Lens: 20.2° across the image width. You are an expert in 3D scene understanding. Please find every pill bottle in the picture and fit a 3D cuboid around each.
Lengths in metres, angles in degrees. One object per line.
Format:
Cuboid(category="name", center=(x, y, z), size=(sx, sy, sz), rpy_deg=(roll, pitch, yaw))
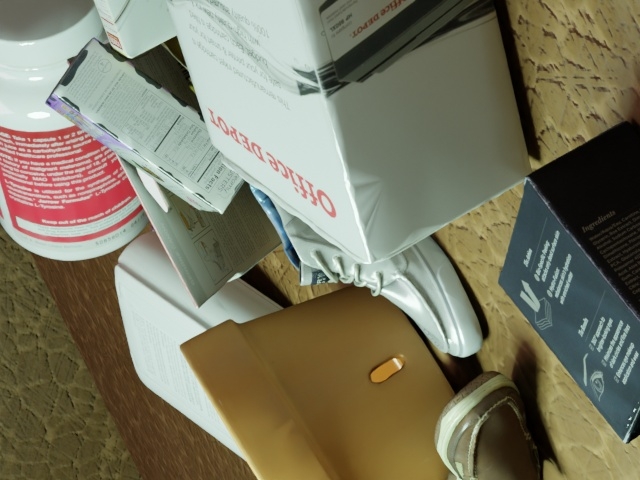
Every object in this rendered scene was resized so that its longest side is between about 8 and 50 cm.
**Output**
Cuboid(category="pill bottle", center=(-0.332, -0.176, 2.257), size=(0.229, 0.229, 0.408), rpy_deg=(51, 160, 30))

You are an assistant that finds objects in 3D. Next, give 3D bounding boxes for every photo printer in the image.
Cuboid(category="photo printer", center=(-0.118, 0.153, 2.287), size=(0.307, 0.107, 0.256), rpy_deg=(32, 146, 33))

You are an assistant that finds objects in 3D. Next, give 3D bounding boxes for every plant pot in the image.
Cuboid(category="plant pot", center=(0.020, 0.175, 1.781), size=(0.291, 0.203, 0.291), rpy_deg=(58, 175, 9))

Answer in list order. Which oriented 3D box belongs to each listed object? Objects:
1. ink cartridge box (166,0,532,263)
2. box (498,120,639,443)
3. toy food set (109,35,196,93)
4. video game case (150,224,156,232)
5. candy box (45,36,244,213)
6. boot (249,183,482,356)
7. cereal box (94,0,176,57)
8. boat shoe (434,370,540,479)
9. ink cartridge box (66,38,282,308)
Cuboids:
Cuboid(category="ink cartridge box", center=(-0.012, -0.220, 1.370), size=(0.285, 0.166, 0.395), rpy_deg=(39, 151, 53))
Cuboid(category="box", center=(0.212, 0.030, 1.247), size=(0.158, 0.093, 0.156), rpy_deg=(53, 161, 22))
Cuboid(category="toy food set", center=(-0.135, -0.164, 1.815), size=(0.306, 0.092, 0.219), rpy_deg=(45, 170, -22))
Cuboid(category="video game case", center=(-0.165, 0.086, 2.504), size=(0.232, 0.041, 0.210), rpy_deg=(56, 162, 16))
Cuboid(category="candy box", center=(-0.166, -0.109, 1.747), size=(0.196, 0.070, 0.165), rpy_deg=(35, 175, -11))
Cuboid(category="boot", center=(0.037, 0.021, 1.683), size=(0.258, 0.123, 0.095), rpy_deg=(56, 162, 17))
Cuboid(category="cereal box", center=(-0.146, -0.307, 1.613), size=(0.047, 0.173, 0.240), rpy_deg=(33, 149, 54))
Cuboid(category="boat shoe", center=(0.172, 0.208, 1.666), size=(0.095, 0.095, 0.257), rpy_deg=(45, 167, 26))
Cuboid(category="ink cartridge box", center=(-0.171, -0.084, 1.958), size=(0.296, 0.066, 0.261), rpy_deg=(63, -153, -7))
